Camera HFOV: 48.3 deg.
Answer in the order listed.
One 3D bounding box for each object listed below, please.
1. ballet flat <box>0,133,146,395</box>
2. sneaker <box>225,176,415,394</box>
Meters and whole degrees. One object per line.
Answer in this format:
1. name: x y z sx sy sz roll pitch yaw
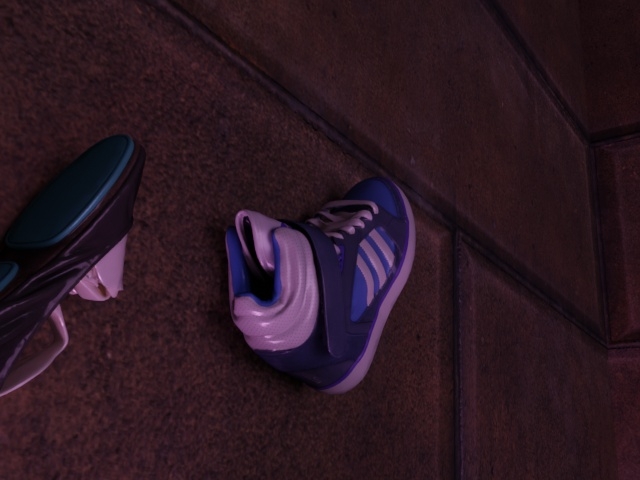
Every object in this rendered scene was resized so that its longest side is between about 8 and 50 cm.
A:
1. ballet flat: -0.222 0.032 0.569 0.280 0.095 0.096 -55 135 -34
2. sneaker: -0.001 0.000 0.850 0.236 0.130 0.322 49 49 -42
